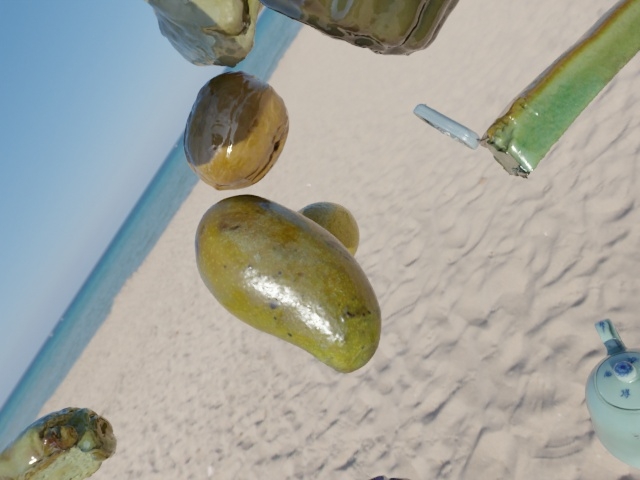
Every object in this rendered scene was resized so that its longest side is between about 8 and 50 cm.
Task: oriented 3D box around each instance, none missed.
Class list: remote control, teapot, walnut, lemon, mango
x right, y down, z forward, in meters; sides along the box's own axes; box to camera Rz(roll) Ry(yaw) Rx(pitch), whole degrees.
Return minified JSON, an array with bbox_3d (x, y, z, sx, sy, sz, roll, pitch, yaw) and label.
[{"bbox_3d":[0.357,-0.328,1.449,0.244,0.087,0.047,45,109,41],"label":"remote control"},{"bbox_3d":[0.433,0.208,0.693,0.159,0.159,0.232,-44,23,32],"label":"teapot"},{"bbox_3d":[-0.158,-0.197,0.948,0.195,0.195,0.222,-3,66,67],"label":"walnut"},{"bbox_3d":[0.000,0.000,1.254,0.244,0.187,0.186,-45,10,-34],"label":"lemon"},{"bbox_3d":[-0.047,0.050,0.756,0.175,0.329,0.177,0,-66,-65],"label":"mango"}]

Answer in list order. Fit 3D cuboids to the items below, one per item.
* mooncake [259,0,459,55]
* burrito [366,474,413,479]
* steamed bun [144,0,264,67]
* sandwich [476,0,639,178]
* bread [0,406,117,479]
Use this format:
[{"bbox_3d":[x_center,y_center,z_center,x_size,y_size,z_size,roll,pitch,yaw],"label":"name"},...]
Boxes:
[{"bbox_3d":[0.039,-0.344,0.625,0.290,0.290,0.161,-87,20,-56],"label":"mooncake"},{"bbox_3d":[0.040,0.251,0.308,0.229,0.143,0.089,-70,-18,-60],"label":"burrito"},{"bbox_3d":[-0.187,-0.482,0.872,0.324,0.230,0.373,-18,54,57],"label":"steamed bun"},{"bbox_3d":[0.255,-0.163,0.518,0.212,0.063,0.245,-49,-6,16],"label":"sandwich"},{"bbox_3d":[-0.356,0.292,0.631,0.232,0.128,0.088,-45,55,13],"label":"bread"}]
